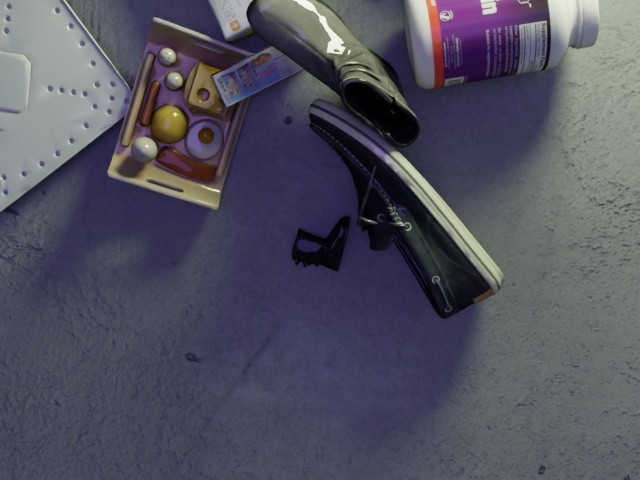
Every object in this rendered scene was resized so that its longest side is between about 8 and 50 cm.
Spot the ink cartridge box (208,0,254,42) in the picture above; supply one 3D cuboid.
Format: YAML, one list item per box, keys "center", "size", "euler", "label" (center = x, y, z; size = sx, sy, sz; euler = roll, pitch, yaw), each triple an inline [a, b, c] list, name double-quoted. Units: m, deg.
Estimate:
- center: [-0.098, -0.565, 1.429]
  size: [0.307, 0.072, 0.303]
  euler: [-24, 94, 8]
  label: "ink cartridge box"

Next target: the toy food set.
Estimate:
- center: [-0.254, -0.235, 1.486]
  size: [0.220, 0.092, 0.306]
  euler: [17, 98, -12]
  label: "toy food set"

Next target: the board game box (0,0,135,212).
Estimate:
- center: [-0.614, -0.310, 1.543]
  size: [0.390, 0.050, 0.390]
  euler: [-36, 95, 8]
  label: "board game box"

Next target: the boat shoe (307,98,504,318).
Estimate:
- center: [0.136, -0.055, 1.474]
  size: [0.156, 0.187, 0.500]
  euler: [-41, 100, 2]
  label: "boat shoe"

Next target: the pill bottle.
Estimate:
- center: [0.317, -0.383, 1.411]
  size: [0.323, 0.181, 0.181]
  euler: [-9, 98, 4]
  label: "pill bottle"

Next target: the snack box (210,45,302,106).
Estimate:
- center: [-0.113, -0.316, 1.471]
  size: [0.178, 0.022, 0.064]
  euler: [-30, 114, -14]
  label: "snack box"

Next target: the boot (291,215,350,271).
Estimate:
- center: [0.000, 0.000, 1.559]
  size: [0.099, 0.045, 0.121]
  euler: [16, 100, 4]
  label: "boot"

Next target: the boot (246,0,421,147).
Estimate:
- center: [0.031, -0.307, 1.368]
  size: [0.338, 0.223, 0.118]
  euler: [26, 115, -22]
  label: "boot"
